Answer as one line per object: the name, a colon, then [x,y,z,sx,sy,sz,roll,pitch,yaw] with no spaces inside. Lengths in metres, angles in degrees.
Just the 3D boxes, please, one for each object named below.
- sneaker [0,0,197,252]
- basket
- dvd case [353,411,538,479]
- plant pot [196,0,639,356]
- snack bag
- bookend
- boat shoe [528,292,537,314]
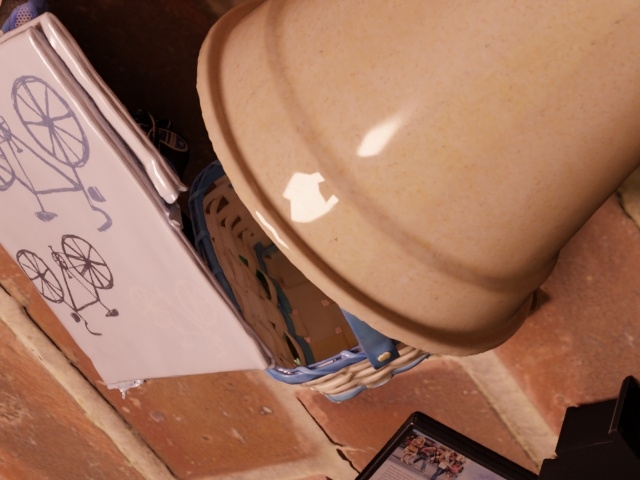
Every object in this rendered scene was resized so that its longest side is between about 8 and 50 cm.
sneaker: [-0.199,-0.099,1.520,0.147,0.130,0.330,-12,130,13]
basket: [0.000,0.000,1.376,0.201,0.254,0.289,-25,148,-2]
dvd case: [0.125,0.295,1.824,0.180,0.022,0.253,29,138,-5]
plant pot: [0.135,-0.136,1.205,0.334,0.334,0.305,39,124,-16]
snack bag: [-0.195,-0.015,1.392,0.342,0.037,0.323,55,150,-13]
bookend: [0.271,0.226,1.653,0.157,0.072,0.156,-18,123,36]
boat shoe: [0.124,0.043,1.547,0.152,0.056,0.049,25,132,-2]
